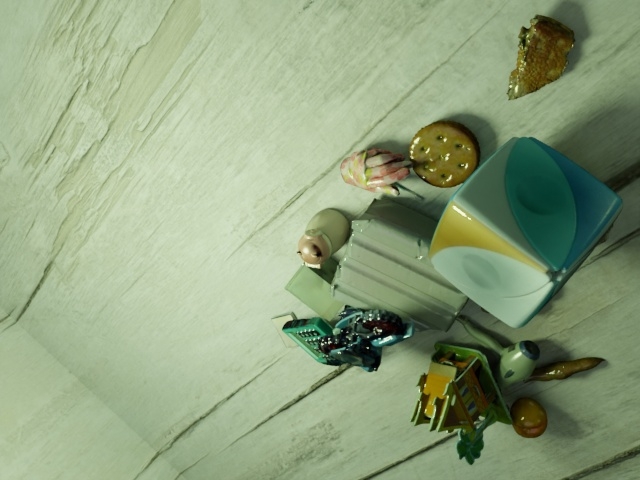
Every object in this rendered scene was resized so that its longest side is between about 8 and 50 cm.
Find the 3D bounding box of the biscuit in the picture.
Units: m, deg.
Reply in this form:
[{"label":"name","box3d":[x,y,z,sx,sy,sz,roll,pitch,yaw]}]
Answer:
[{"label":"biscuit","box3d":[0.381,-0.261,1.722,0.220,0.066,0.221,10,120,18]}]

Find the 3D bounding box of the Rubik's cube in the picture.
[{"label":"Rubik's cube","box3d":[0.539,-0.020,1.522,0.347,0.351,0.352,41,154,21]}]

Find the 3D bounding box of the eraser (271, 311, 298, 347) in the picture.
[{"label":"eraser","box3d":[-0.126,0.366,2.288,0.103,0.023,0.151,-18,108,29]}]

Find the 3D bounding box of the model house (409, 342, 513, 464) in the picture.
[{"label":"model house","box3d":[0.457,0.595,1.966,0.242,0.312,0.358,3,124,57]}]

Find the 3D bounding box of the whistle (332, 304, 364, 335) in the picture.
[{"label":"whistle","box3d":[0.179,0.302,2.032,0.273,0.093,0.186,-19,101,-1]}]

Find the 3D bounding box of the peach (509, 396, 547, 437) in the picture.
[{"label":"peach","box3d":[0.746,0.637,2.006,0.138,0.138,0.138,10,119,18]}]

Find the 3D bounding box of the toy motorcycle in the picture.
[{"label":"toy motorcycle","box3d":[0.167,0.330,1.871,0.232,0.172,0.416,24,144,-18]}]

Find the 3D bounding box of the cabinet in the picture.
[{"label":"cabinet","box3d":[0.007,0.160,2.052,0.206,0.145,0.150,38,123,0]}]

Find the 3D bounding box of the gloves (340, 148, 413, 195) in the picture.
[{"label":"gloves","box3d":[0.176,-0.218,1.776,0.241,0.126,0.145,8,94,53]}]

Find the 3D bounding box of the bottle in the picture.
[{"label":"bottle","box3d":[0.000,0.000,1.915,0.147,0.236,0.148,10,119,18]}]

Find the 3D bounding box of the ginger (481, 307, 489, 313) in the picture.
[{"label":"ginger","box3d":[0.642,0.208,1.857,0.213,0.074,0.137,-42,86,29]}]

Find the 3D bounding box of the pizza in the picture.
[{"label":"pizza","box3d":[0.592,-0.491,1.519,0.147,0.069,0.227,3,123,-3]}]

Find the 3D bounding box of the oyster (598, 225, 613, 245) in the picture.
[{"label":"oyster","box3d":[0.734,-0.133,1.620,0.341,0.110,0.166,42,134,-5]}]

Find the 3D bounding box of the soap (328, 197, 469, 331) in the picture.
[{"label":"soap","box3d":[0.291,0.092,1.857,0.434,0.213,0.351,24,123,9]}]

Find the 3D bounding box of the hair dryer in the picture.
[{"label":"hair dryer","box3d":[0.603,0.431,1.993,0.298,0.119,0.296,23,128,29]}]

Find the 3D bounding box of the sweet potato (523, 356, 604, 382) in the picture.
[{"label":"sweet potato","box3d":[0.826,0.442,1.911,0.273,0.067,0.067,-21,107,25]}]

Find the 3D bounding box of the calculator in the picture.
[{"label":"calculator","box3d":[-0.001,0.394,2.153,0.248,0.058,0.274,44,149,-18]}]

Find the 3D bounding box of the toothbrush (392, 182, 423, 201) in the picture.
[{"label":"toothbrush","box3d":[0.263,-0.173,1.851,0.167,0.011,0.014,29,129,6]}]
